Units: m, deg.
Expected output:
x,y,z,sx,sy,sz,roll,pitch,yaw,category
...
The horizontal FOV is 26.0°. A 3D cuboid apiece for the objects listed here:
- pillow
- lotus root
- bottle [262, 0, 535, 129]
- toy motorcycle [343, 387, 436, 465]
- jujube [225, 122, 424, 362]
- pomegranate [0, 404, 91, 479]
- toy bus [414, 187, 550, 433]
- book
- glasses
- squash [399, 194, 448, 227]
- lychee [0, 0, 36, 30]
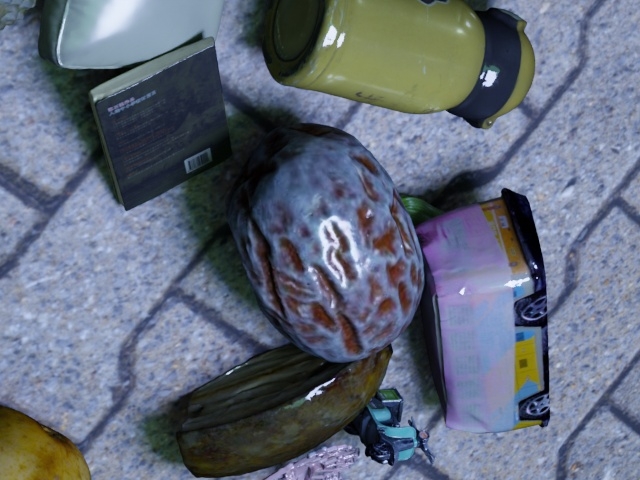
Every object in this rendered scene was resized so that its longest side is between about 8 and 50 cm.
x,y,z,sx,sy,sz,roll,pitch,yaw,category
-0.187,-0.347,1.559,0.255,0.120,0.322,-6,117,-48,pillow
-0.037,0.230,1.878,0.314,0.210,0.142,-22,109,-1,lotus root
0.114,-0.245,1.748,0.351,0.171,0.171,10,107,-31,bottle
0.092,0.265,1.953,0.100,0.173,0.058,-1,112,-17,toy motorcycle
0.008,-0.005,1.750,0.215,0.246,0.308,-19,135,9,jujube
-0.408,0.331,1.694,0.260,0.260,0.260,-10,115,-22,pomegranate
0.224,0.117,1.917,0.162,0.171,0.386,-10,138,3,toy bus
-0.186,-0.137,1.663,0.160,0.024,0.228,-27,151,-14,book
-0.005,0.371,1.958,0.162,0.095,0.255,-29,152,-18,glasses
0.163,-0.012,1.927,0.219,0.068,0.077,19,132,-32,squash
-0.392,-0.336,1.411,0.274,0.255,0.255,29,97,-46,lychee
